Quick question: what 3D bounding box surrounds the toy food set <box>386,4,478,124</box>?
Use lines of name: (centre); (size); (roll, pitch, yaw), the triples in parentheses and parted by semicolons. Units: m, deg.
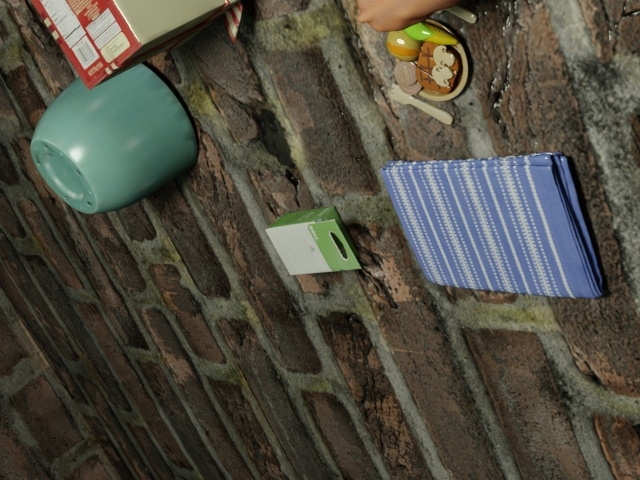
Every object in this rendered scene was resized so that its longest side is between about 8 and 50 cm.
toy food set: (0.148, -0.252, 1.167); (0.132, 0.038, 0.192); (32, 141, 25)

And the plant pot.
plant pot: (-0.437, -0.193, 1.676); (0.293, 0.235, 0.293); (28, 145, 22)

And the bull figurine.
bull figurine: (0.168, -0.331, 0.942); (0.310, 0.188, 0.101); (-10, 114, 52)

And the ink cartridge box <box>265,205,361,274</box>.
ink cartridge box: (0.000, 0.000, 1.542); (0.209, 0.062, 0.109); (-7, 116, 50)

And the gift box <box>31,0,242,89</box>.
gift box: (-0.287, -0.398, 1.327); (0.255, 0.258, 0.276); (-8, 116, 51)

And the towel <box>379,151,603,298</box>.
towel: (0.257, -0.024, 1.267); (0.336, 0.040, 0.243); (3, 125, 49)
